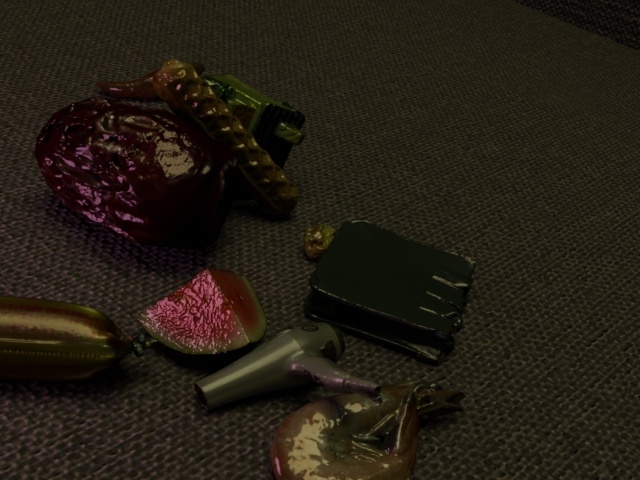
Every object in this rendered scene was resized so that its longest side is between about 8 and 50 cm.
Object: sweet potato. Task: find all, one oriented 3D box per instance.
[{"bbox_3d":[-0.384,-0.367,1.988,0.255,0.058,0.078,-17,61,-17],"label":"sweet potato"}]

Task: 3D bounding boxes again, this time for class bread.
[{"bbox_3d":[-0.168,-0.181,1.574,0.084,0.367,0.077,-37,27,9],"label":"bread"}]

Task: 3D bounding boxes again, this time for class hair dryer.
[{"bbox_3d":[-0.055,0.194,1.172,0.229,0.092,0.267,-16,12,-8],"label":"hair dryer"}]

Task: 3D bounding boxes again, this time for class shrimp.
[{"bbox_3d":[0.081,0.270,1.168,0.317,0.077,0.168,-13,50,-25],"label":"shrimp"}]

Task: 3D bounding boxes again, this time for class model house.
[{"bbox_3d":[-0.152,-0.194,1.669,0.211,0.193,0.170,28,16,9],"label":"model house"}]

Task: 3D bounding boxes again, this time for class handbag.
[{"bbox_3d":[0.125,0.078,1.456,0.260,0.079,0.247,19,35,12],"label":"handbag"}]

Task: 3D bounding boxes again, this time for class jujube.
[{"bbox_3d":[-0.311,-0.122,1.500,0.377,0.258,0.258,31,38,18],"label":"jujube"}]

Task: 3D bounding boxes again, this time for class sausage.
[{"bbox_3d":[-0.385,0.135,1.182,0.318,0.125,0.117,4,75,-9],"label":"sausage"}]

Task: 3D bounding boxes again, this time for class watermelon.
[{"bbox_3d":[-0.179,0.120,1.301,0.145,0.137,0.193,-35,24,10],"label":"watermelon"}]

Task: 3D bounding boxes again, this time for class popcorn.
[{"bbox_3d":[-0.003,0.001,1.555,0.060,0.068,0.083,36,2,5],"label":"popcorn"}]
